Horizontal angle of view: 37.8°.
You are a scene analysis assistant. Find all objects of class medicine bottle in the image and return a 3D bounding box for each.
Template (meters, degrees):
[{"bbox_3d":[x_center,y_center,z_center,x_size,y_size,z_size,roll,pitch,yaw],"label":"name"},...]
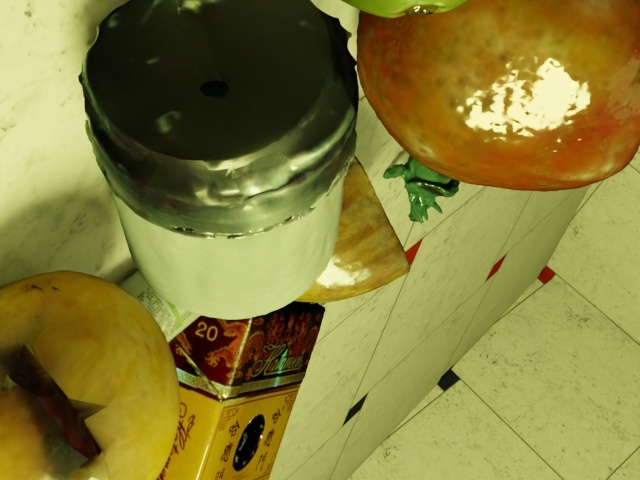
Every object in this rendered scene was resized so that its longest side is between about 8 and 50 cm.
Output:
[{"bbox_3d":[-0.188,0.075,1.027,0.183,0.086,0.086,-39,157,-32],"label":"medicine bottle"}]

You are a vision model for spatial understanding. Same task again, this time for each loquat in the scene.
[{"bbox_3d":[-0.238,0.146,0.834,0.235,0.235,0.235,-44,160,-21],"label":"loquat"}]

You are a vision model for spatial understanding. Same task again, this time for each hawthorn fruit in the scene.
[{"bbox_3d":[0.254,-0.222,1.062,0.403,0.403,0.403,-44,160,-21],"label":"hawthorn fruit"}]

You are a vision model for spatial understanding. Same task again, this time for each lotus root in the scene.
[{"bbox_3d":[0.000,-0.001,1.221,0.180,0.188,0.199,-28,179,-4],"label":"lotus root"}]

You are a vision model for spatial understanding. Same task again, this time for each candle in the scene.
[{"bbox_3d":[-0.080,-0.059,0.835,0.221,0.221,0.342,-44,161,-21],"label":"candle"}]

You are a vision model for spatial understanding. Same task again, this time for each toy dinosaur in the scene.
[{"bbox_3d":[0.165,-0.159,1.451,0.079,0.120,0.292,-21,122,-37],"label":"toy dinosaur"}]

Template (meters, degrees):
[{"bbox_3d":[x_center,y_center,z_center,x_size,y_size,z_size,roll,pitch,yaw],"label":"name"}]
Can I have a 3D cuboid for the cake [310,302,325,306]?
[{"bbox_3d":[-0.006,0.107,1.555,0.140,0.055,0.051,-38,150,-39],"label":"cake"}]

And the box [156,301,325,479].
[{"bbox_3d":[-0.144,0.259,1.255,0.264,0.116,0.415,13,97,-68],"label":"box"}]

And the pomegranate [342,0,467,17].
[{"bbox_3d":[0.060,-0.305,0.782,0.159,0.190,0.241,-9,140,-28],"label":"pomegranate"}]
